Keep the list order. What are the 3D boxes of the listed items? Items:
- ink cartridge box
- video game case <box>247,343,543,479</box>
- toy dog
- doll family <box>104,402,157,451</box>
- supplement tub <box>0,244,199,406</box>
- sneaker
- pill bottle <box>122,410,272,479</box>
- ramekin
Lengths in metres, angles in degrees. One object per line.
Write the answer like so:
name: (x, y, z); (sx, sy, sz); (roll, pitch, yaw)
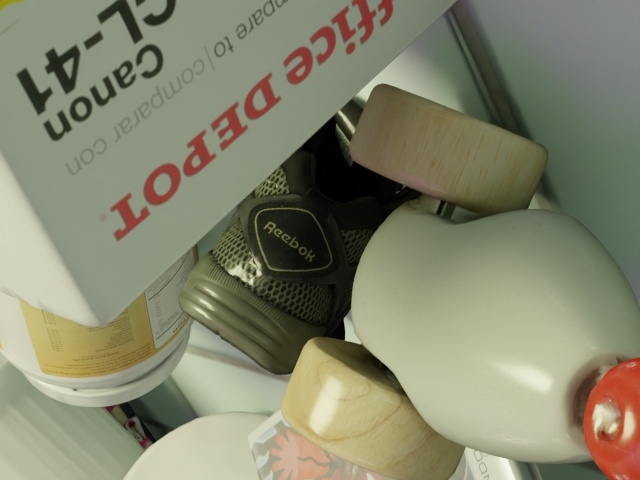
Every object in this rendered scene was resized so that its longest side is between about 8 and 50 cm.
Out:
ink cartridge box: (-0.092, -0.161, 0.441); (0.131, 0.226, 0.306); (20, 144, 42)
video game case: (0.041, 0.148, 0.719); (0.201, 0.023, 0.183); (-43, 56, 42)
toy dog: (0.121, 0.059, 0.506); (0.220, 0.161, 0.333); (-60, 37, 24)
doll family: (-0.179, 0.225, 1.236); (0.263, 0.118, 0.163); (-30, 96, 44)
supplement tub: (-0.149, 0.002, 0.825); (0.144, 0.144, 0.199); (34, 150, 22)
sneaker: (0.000, 0.000, 0.700); (0.087, 0.130, 0.227); (37, 179, 7)
pill bottle: (-0.049, 0.284, 1.043); (0.169, 0.169, 0.301); (27, 148, 31)
ramekin: (-0.258, 0.226, 1.037); (0.135, 0.277, 0.277); (39, 152, 3)
